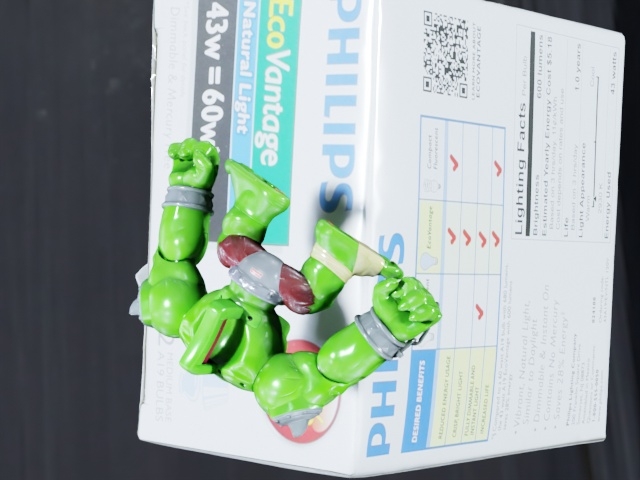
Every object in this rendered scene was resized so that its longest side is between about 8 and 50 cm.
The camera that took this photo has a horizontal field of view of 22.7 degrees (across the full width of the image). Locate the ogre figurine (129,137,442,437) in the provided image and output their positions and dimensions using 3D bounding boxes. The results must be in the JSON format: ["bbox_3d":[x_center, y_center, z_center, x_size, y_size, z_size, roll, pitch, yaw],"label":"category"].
[{"bbox_3d":[-0.036,0.030,0.952,0.197,0.118,0.097,33,-177,4],"label":"ogre figurine"}]

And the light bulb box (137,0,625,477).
[{"bbox_3d":[0.058,-0.011,1.280,0.225,0.358,0.361,3,180,39],"label":"light bulb box"}]

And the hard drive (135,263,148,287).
[{"bbox_3d":[-0.064,0.054,1.658,0.233,0.047,0.353,-25,163,-9],"label":"hard drive"}]
